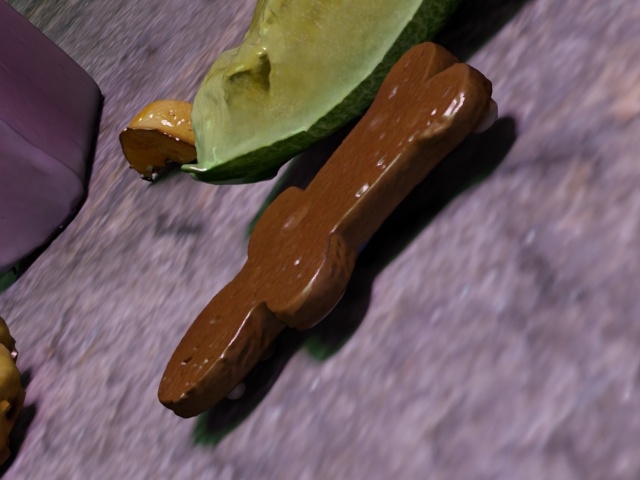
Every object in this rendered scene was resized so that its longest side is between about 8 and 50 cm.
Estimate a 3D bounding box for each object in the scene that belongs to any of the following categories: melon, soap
[{"bbox_3d":[0.029,-0.168,0.934,0.196,0.124,0.323,-96,23,-70],"label":"melon"},{"bbox_3d":[-0.310,-0.139,1.473,0.107,0.285,0.296,-45,16,14],"label":"soap"}]

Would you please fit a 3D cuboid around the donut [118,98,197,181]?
[{"bbox_3d":[-0.097,-0.065,1.213,0.083,0.067,0.038,89,-157,-65],"label":"donut"}]

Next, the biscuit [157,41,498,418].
[{"bbox_3d":[0.000,0.000,0.823,0.205,0.031,0.138,-49,17,4],"label":"biscuit"}]

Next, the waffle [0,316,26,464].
[{"bbox_3d":[-0.315,0.154,1.103,0.324,0.151,0.261,-53,22,2],"label":"waffle"}]
